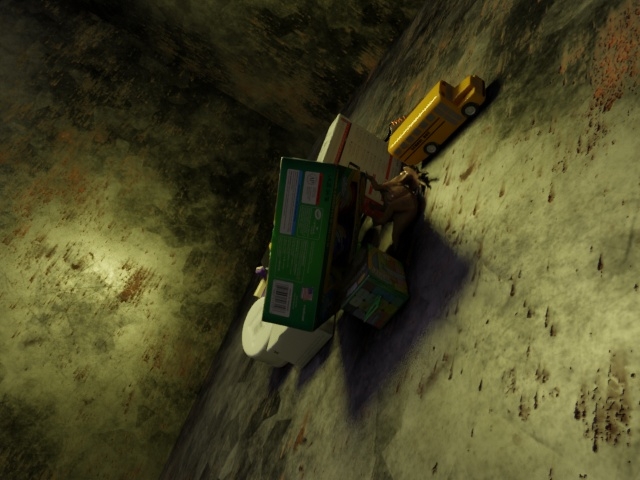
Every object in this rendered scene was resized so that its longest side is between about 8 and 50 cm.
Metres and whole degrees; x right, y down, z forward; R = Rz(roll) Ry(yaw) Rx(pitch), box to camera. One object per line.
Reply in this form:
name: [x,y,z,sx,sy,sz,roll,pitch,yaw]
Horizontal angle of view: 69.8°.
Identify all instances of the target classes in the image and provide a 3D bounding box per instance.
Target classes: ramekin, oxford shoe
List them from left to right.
ramekin: [-0.201,0.360,1.852,0.277,0.135,0.277,-35,44,41]
oxford shoe: [0.327,-0.449,1.800,0.271,0.098,0.097,-57,14,17]

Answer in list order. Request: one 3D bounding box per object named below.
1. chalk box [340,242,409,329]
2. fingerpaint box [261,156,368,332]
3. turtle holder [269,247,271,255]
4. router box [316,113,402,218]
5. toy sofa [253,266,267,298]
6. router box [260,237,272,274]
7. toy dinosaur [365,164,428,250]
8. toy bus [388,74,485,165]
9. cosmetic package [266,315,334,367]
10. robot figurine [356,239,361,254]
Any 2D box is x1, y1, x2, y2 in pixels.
chalk box: [0.142,0.134,1.221,0.132,0.132,0.213,-53,16,29]
fingerpaint box: [0.000,0.000,1.351,0.371,0.163,0.444,-12,-69,-72]
turtle holder: [-0.048,-0.064,1.667,0.227,0.320,0.243,57,-166,-67]
router box: [0.143,-0.270,1.681,0.082,0.301,0.335,-47,19,47]
toy sofa: [-0.256,0.219,2.448,0.362,0.177,0.150,-33,31,62]
router box: [-0.147,0.119,2.066,0.308,0.081,0.243,59,134,36]
toy dinosaur: [0.250,-0.125,1.408,0.127,0.200,0.295,72,-170,-60]
toy bus: [0.364,-0.383,1.453,0.332,0.130,0.108,-47,19,47]
cosmetic package: [-0.055,0.242,1.692,0.217,0.156,0.385,-53,17,33]
robot figurine: [0.104,0.041,1.693,0.115,0.067,0.101,-53,24,32]
